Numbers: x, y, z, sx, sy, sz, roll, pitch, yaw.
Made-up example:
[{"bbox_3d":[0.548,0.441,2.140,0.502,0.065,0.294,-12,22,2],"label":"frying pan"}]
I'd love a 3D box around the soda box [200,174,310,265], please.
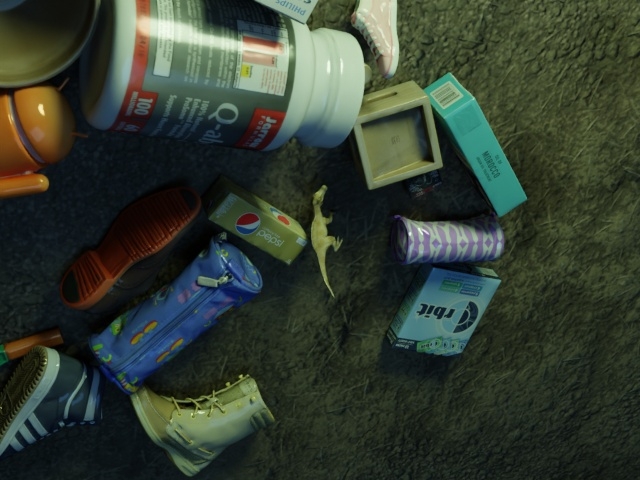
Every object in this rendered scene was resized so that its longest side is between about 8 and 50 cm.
[{"bbox_3d":[-0.106,-0.032,1.749,0.181,0.061,0.058,32,106,-36],"label":"soda box"}]

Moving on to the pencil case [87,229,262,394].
[{"bbox_3d":[-0.235,0.119,1.750,0.306,0.133,0.119,-39,94,7],"label":"pencil case"}]

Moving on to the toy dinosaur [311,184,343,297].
[{"bbox_3d":[0.000,0.000,1.789,0.053,0.092,0.183,-4,95,16],"label":"toy dinosaur"}]

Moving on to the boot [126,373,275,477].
[{"bbox_3d":[-0.208,0.292,1.905,0.203,0.095,0.262,-31,130,0],"label":"boot"}]

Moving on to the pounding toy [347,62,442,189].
[{"bbox_3d":[0.077,-0.195,1.703,0.181,0.094,0.206,-18,118,-5],"label":"pounding toy"}]

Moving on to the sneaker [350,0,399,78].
[{"bbox_3d":[0.078,-0.307,1.617,0.070,0.051,0.134,3,78,-16],"label":"sneaker"}]

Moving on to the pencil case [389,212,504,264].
[{"bbox_3d":[0.224,-0.004,1.897,0.206,0.086,0.088,-3,89,-24],"label":"pencil case"}]

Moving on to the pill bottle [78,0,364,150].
[{"bbox_3d":[-0.136,-0.236,1.504,0.363,0.210,0.210,6,120,-26],"label":"pill bottle"}]

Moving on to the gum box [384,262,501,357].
[{"bbox_3d":[0.227,0.127,2.011,0.157,0.041,0.184,10,117,-29],"label":"gum box"}]

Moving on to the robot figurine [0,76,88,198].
[{"bbox_3d":[-0.429,-0.145,1.479,0.219,0.158,0.128,-19,134,7],"label":"robot figurine"}]

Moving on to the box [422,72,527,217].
[{"bbox_3d":[0.256,-0.156,1.794,0.060,0.100,0.244,-34,128,3],"label":"box"}]

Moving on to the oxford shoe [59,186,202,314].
[{"bbox_3d":[-0.284,0.017,1.704,0.271,0.097,0.098,-37,148,11],"label":"oxford shoe"}]

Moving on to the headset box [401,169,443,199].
[{"bbox_3d":[0.167,-0.114,1.828,0.062,0.032,0.083,-27,129,-3],"label":"headset box"}]

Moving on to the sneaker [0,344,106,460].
[{"bbox_3d":[-0.468,0.299,1.800,0.153,0.099,0.282,21,118,-41],"label":"sneaker"}]

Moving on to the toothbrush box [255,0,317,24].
[{"bbox_3d":[-0.030,-0.459,1.400,0.122,0.206,0.283,20,112,-33],"label":"toothbrush box"}]

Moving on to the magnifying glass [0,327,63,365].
[{"bbox_3d":[-0.532,0.188,1.746,0.231,0.026,0.092,-16,127,-10],"label":"magnifying glass"}]

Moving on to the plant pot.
[{"bbox_3d":[-0.409,-0.326,1.391,0.237,0.110,0.237,-11,127,-15],"label":"plant pot"}]
